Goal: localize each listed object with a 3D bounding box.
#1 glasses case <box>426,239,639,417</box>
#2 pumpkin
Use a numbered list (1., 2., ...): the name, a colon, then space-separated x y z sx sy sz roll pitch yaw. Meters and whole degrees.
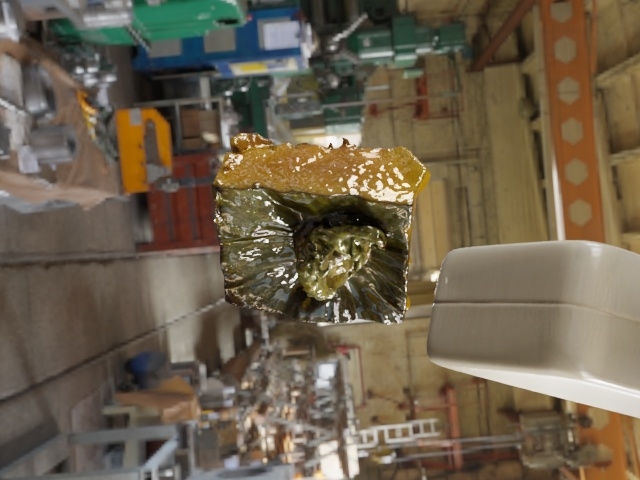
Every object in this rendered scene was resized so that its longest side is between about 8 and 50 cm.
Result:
1. glasses case: 0.240 0.080 0.565 0.144 0.336 0.076 -7 -112 60
2. pumpkin: 0.000 0.000 0.344 0.074 0.083 0.054 87 11 -45
